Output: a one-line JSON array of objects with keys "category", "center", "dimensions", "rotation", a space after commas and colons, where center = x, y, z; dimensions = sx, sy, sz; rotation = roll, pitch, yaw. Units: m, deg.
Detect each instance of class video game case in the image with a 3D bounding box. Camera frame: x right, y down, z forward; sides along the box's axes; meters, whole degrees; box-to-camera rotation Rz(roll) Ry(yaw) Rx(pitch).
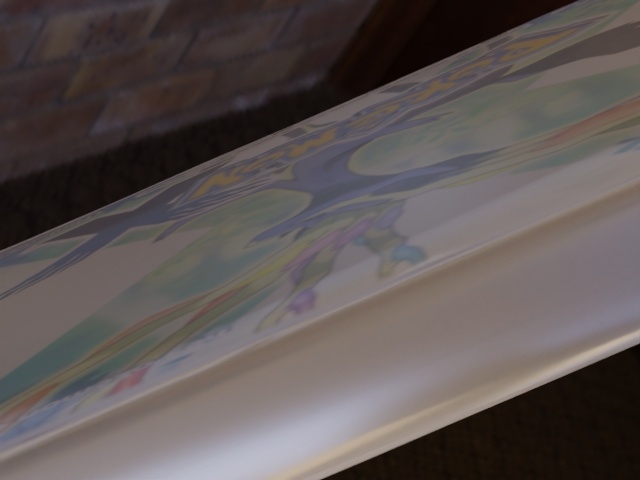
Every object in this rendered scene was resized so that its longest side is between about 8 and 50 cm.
[{"category": "video game case", "center": [0.000, 0.000, 0.489], "dimensions": [0.300, 0.329, 0.036], "rotation": [-112, 179, -79]}]
